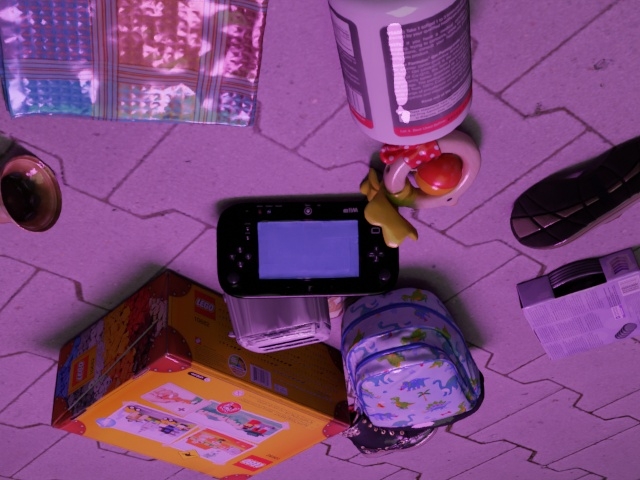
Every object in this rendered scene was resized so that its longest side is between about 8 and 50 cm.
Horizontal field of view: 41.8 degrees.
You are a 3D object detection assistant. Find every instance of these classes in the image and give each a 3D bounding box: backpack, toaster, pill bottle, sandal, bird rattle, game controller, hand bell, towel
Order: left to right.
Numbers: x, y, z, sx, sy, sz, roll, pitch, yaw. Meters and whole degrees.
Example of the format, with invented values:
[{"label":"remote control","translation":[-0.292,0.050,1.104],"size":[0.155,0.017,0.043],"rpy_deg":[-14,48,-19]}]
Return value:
[{"label":"hand bell","translation":[-0.555,-0.053,1.371],"size":[0.242,0.126,0.126],"rpy_deg":[-11,143,29]},{"label":"towel","translation":[-0.265,-0.265,1.166],"size":[0.370,0.040,0.271],"rpy_deg":[2,142,-9]},{"label":"toaster","translation":[-0.069,0.123,1.572],"size":[0.227,0.146,0.129],"rpy_deg":[-12,165,8]},{"label":"game controller","translation":[-0.021,0.016,1.466],"size":[0.319,0.067,0.166],"rpy_deg":[-1,99,-5]},{"label":"pill bottle","translation":[0.102,-0.288,1.071],"size":[0.176,0.176,0.318],"rpy_deg":[-10,142,5]},{"label":"backpack","translation":[0.178,0.251,1.734],"size":[0.290,0.273,0.355],"rpy_deg":[-10,123,11]},{"label":"bird rattle","translation":[0.163,-0.126,1.367],"size":[0.207,0.143,0.253],"rpy_deg":[-2,130,-23]},{"label":"sandal","translation":[0.475,-0.066,1.454],"size":[0.303,0.120,0.086],"rpy_deg":[-27,151,24]}]

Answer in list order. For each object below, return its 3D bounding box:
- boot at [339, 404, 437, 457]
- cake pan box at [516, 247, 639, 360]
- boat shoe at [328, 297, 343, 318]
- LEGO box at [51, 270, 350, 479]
[{"label":"boot","translation":[0.160,0.466,2.105],"size":[0.236,0.085,0.178],"rpy_deg":[-26,135,24]},{"label":"cake pan box","translation":[0.562,0.140,1.759],"size":[0.246,0.070,0.267],"rpy_deg":[-23,139,17]},{"label":"boat shoe","translation":[-0.050,0.126,1.674],"size":[0.190,0.068,0.072],"rpy_deg":[-12,130,-8]},{"label":"LEGO box","translation":[-0.242,0.314,1.773],"size":[0.372,0.193,0.500],"rpy_deg":[-33,134,30]}]
